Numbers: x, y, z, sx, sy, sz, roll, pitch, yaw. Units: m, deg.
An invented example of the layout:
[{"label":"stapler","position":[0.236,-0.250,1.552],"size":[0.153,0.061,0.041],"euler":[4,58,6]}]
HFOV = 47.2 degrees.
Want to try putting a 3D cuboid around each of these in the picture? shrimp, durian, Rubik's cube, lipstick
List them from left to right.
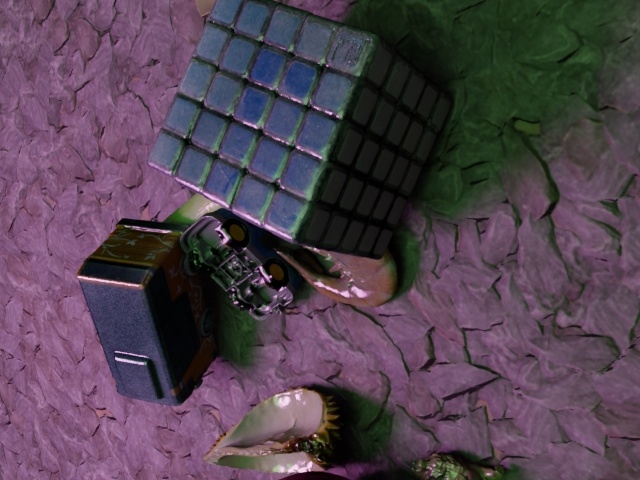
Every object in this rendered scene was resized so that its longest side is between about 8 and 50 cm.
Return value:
[{"label":"lipstick","position":[-0.196,-0.033,1.179],"size":[0.304,0.076,0.076],"euler":[-32,81,39]},{"label":"durian","position":[-0.059,0.312,1.119],"size":[0.252,0.139,0.144],"euler":[-7,101,38]},{"label":"Rubik's cube","position":[-0.017,-0.130,0.879],"size":[0.237,0.238,0.237],"euler":[25,95,28]},{"label":"shrimp","position":[0.001,0.014,1.049],"size":[0.254,0.059,0.145],"euler":[23,133,23]}]

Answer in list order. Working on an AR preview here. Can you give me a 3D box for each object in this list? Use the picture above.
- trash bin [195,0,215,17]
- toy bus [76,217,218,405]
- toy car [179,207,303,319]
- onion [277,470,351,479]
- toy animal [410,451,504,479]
[{"label":"trash bin","position":[-0.161,-0.384,1.085],"size":[0.061,0.043,0.092],"euler":[-10,96,39]},{"label":"toy bus","position":[-0.266,0.121,1.166],"size":[0.139,0.167,0.275],"euler":[7,127,18]},{"label":"toy car","position":[-0.111,0.026,1.112],"size":[0.191,0.100,0.097],"euler":[45,128,-12]},{"label":"onion","position":[0.035,0.491,1.011],"size":[0.358,0.345,0.358],"euler":[21,118,47]},{"label":"toy animal","position":[0.220,0.336,0.958],"size":[0.220,0.069,0.086],"euler":[32,140,33]}]
